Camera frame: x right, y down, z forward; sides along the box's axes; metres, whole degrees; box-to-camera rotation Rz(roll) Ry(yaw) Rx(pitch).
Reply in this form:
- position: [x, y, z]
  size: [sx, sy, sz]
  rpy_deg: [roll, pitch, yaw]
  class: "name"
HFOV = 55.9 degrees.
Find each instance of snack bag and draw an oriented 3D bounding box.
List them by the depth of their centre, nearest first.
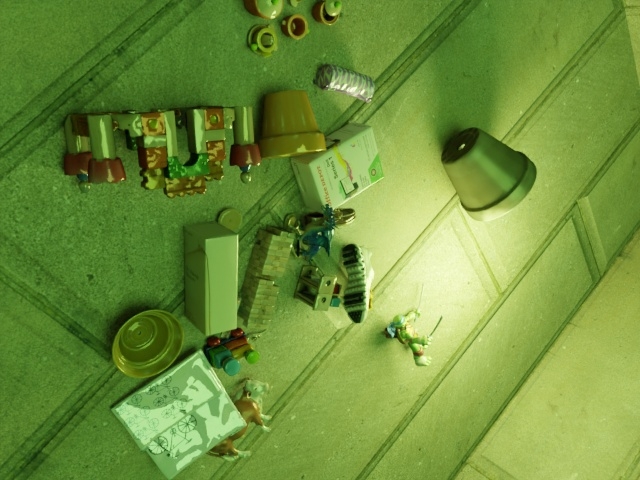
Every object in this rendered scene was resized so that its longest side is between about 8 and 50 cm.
- position: [-0.444, 0.570, 1.941]
  size: [0.323, 0.037, 0.343]
  rpy_deg: [-32, 111, -18]
  class: "snack bag"

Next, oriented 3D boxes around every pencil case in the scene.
- position: [0.084, -0.515, 1.976]
  size: [0.206, 0.086, 0.088]
  rpy_deg: [2, 71, -37]
  class: "pencil case"

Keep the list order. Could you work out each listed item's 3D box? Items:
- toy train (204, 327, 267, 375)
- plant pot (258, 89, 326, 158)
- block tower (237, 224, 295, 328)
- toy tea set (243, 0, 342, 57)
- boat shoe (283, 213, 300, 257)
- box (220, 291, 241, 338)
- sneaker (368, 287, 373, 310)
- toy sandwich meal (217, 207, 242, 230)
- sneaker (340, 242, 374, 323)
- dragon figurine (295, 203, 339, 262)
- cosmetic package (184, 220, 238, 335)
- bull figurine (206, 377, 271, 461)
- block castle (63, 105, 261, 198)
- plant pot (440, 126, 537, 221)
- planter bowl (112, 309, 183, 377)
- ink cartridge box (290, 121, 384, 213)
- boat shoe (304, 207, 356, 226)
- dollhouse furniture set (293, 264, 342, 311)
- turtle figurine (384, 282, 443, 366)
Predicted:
- position: [-0.246, 0.361, 2.009]
  size: [0.248, 0.143, 0.105]
  rpy_deg: [-18, 117, -32]
  class: "toy train"
- position: [-0.096, -0.354, 1.842]
  size: [0.205, 0.205, 0.188]
  rpy_deg: [-12, 97, -34]
  class: "plant pot"
- position: [-0.188, 0.120, 2.001]
  size: [0.091, 0.097, 0.335]
  rpy_deg: [11, 97, -40]
  class: "block tower"
- position: [-0.072, -0.678, 1.771]
  size: [0.336, 0.124, 0.200]
  rpy_deg: [-32, 123, -25]
  class: "toy tea set"
- position: [-0.090, -0.015, 2.053]
  size: [0.056, 0.048, 0.153]
  rpy_deg: [-13, 114, -34]
  class: "boat shoe"
- position: [-0.291, 0.241, 1.964]
  size: [0.027, 0.094, 0.137]
  rpy_deg: [19, 94, -11]
  class: "box"
- position: [0.178, 0.189, 2.327]
  size: [0.064, 0.067, 0.175]
  rpy_deg: [-22, 117, -28]
  class: "sneaker"
- position: [-0.286, -0.067, 1.897]
  size: [0.085, 0.029, 0.086]
  rpy_deg: [-13, 115, -29]
  class: "toy sandwich meal"
- position: [0.151, 0.158, 2.220]
  size: [0.118, 0.110, 0.292]
  rpy_deg: [9, 77, -48]
  class: "sneaker"
- position: [0.000, 0.000, 2.026]
  size: [0.289, 0.144, 0.085]
  rpy_deg: [81, 13, -45]
  class: "dragon figurine"
- position: [-0.334, 0.113, 1.839]
  size: [0.113, 0.160, 0.309]
  rpy_deg: [-11, 112, -34]
  class: "cosmetic package"
- position: [-0.274, 0.631, 2.107]
  size: [0.310, 0.101, 0.188]
  rpy_deg: [-47, 112, -10]
  class: "bull figurine"
- position: [-0.405, -0.233, 1.565]
  size: [0.453, 0.303, 0.213]
  rpy_deg: [-12, 107, -35]
  class: "block castle"
- position: [0.632, -0.284, 2.381]
  size: [0.280, 0.323, 0.323]
  rpy_deg: [40, 80, -23]
  class: "plant pot"
- position: [-0.527, 0.291, 1.799]
  size: [0.217, 0.090, 0.217]
  rpy_deg: [-15, 116, -33]
  class: "planter bowl"
- position: [0.060, -0.245, 2.040]
  size: [0.278, 0.117, 0.201]
  rpy_deg: [-34, 124, -23]
  class: "ink cartridge box"
- position: [0.038, -0.083, 2.112]
  size: [0.207, 0.073, 0.073]
  rpy_deg: [-20, 120, -31]
  class: "boat shoe"
- position: [0.026, 0.172, 2.161]
  size: [0.183, 0.129, 0.129]
  rpy_deg: [9, 100, -39]
  class: "dollhouse furniture set"
- position: [0.424, 0.380, 2.507]
  size: [0.274, 0.198, 0.266]
  rpy_deg: [-38, 130, -17]
  class: "turtle figurine"
